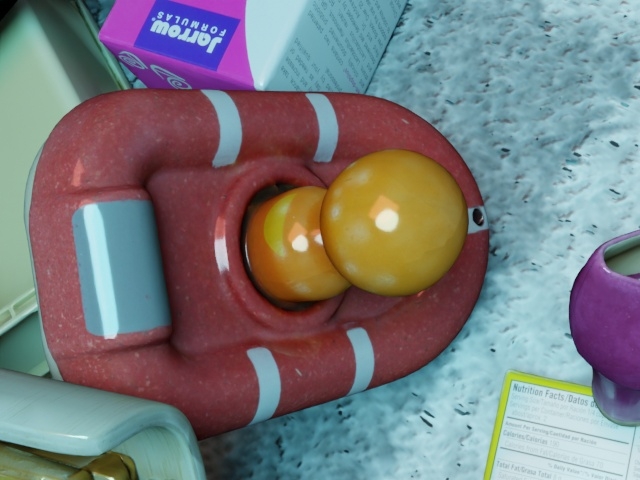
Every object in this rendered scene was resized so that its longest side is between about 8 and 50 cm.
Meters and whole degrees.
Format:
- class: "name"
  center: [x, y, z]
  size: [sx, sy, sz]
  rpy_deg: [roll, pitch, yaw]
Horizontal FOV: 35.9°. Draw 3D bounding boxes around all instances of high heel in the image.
- class: "high heel"
  center: [0.220, 0.000, 0.410]
  size: [0.244, 0.117, 0.082]
  rpy_deg: [-18, 53, 5]

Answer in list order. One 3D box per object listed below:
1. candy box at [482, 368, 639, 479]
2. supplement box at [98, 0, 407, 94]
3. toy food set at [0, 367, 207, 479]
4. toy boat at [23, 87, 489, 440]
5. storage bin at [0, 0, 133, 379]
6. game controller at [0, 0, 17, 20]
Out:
- class: "candy box"
  center: [0.173, 0.130, 0.439]
  size: [0.206, 0.027, 0.105]
  rpy_deg: [10, 71, 22]
- class: "supplement box"
  center: [-0.013, -0.169, 0.569]
  size: [0.111, 0.114, 0.220]
  rpy_deg: [20, 80, 23]
- class: "toy food set"
  center: [-0.151, 0.175, 0.415]
  size: [0.220, 0.306, 0.092]
  rpy_deg: [7, 31, 22]
- class: "toy boat"
  center: [0.000, 0.000, 0.430]
  size: [0.151, 0.231, 0.151]
  rpy_deg: [-11, 88, 45]
- class: "storage bin"
  center: [-0.224, -0.011, 0.578]
  size: [0.260, 0.123, 0.262]
  rpy_deg: [-35, 64, 5]
- class: "game controller"
  center: [-0.245, -0.128, 0.535]
  size: [0.319, 0.067, 0.166]
  rpy_deg: [-51, 49, -5]
